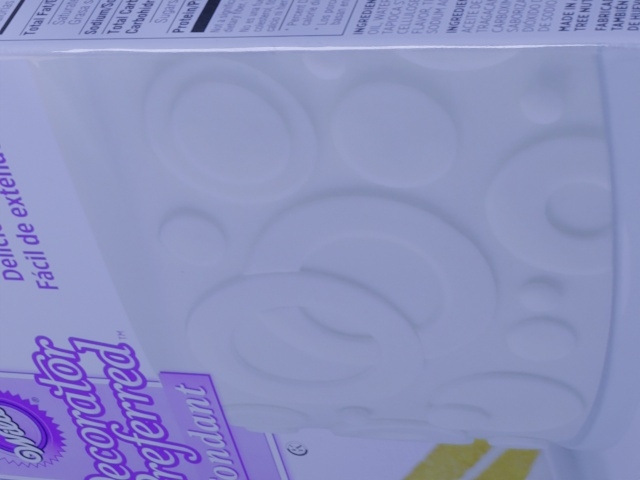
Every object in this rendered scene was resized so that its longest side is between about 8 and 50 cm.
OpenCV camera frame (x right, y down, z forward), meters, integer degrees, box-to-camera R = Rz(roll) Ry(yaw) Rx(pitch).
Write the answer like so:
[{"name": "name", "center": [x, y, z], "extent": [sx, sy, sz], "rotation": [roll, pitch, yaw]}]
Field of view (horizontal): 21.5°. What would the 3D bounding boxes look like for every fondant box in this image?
[{"name": "fondant box", "center": [0.000, 0.000, 0.614], "extent": [0.330, 0.096, 0.238], "rotation": [2, 133, 20]}]
